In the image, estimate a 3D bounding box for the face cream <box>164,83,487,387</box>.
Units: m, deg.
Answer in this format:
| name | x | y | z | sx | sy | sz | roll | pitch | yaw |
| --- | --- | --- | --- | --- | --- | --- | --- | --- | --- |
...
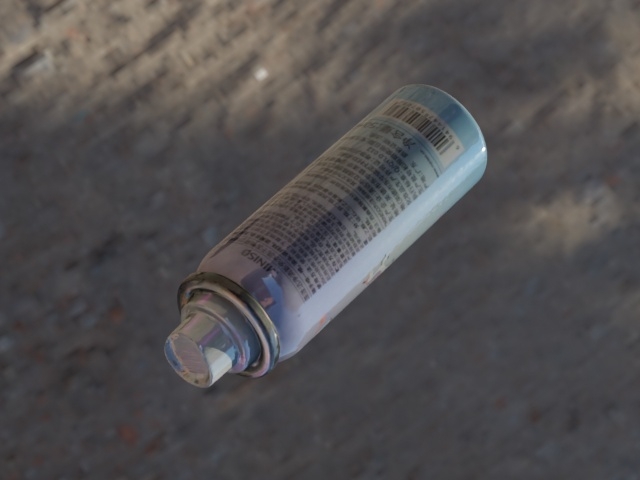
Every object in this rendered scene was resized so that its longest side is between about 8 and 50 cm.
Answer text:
| name | x | y | z | sx | sy | sz | roll | pitch | yaw |
| --- | --- | --- | --- | --- | --- | --- | --- | --- | --- |
| face cream | 0.000 | 0.000 | 1.048 | 0.229 | 0.075 | 0.075 | -41 | 158 | -34 |
